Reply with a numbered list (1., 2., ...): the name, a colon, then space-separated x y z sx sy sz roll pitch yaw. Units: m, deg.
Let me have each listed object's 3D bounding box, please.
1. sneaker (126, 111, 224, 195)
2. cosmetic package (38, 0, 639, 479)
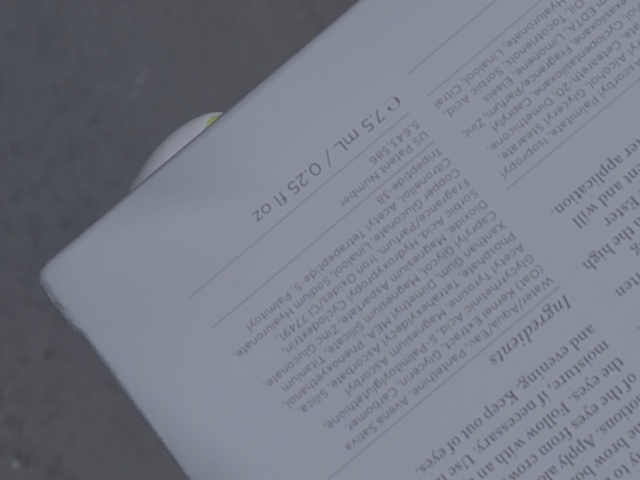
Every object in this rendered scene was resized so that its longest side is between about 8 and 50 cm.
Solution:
1. sneaker: 0.000 0.000 0.916 0.091 0.126 0.240 -57 152 15
2. cosmetic package: 0.160 0.003 0.421 0.377 0.284 0.097 -39 159 3
